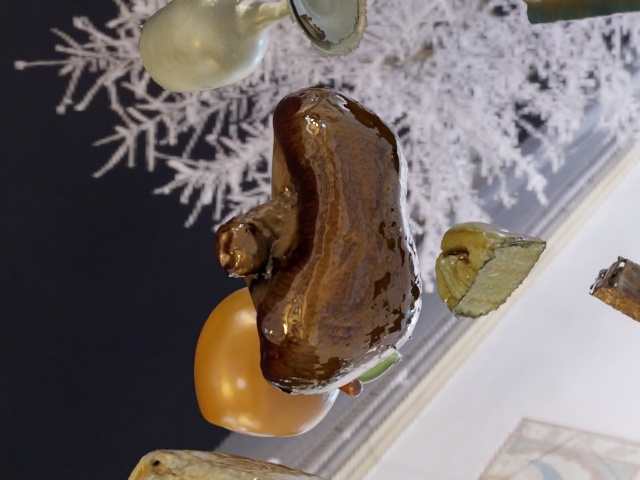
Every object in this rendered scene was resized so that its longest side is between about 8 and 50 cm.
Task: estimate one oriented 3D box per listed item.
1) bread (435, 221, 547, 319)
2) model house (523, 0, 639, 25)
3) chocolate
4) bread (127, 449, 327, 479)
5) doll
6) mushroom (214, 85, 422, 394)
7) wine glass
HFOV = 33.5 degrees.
[{"bbox_3d":[0.217,0.019,1.422,0.103,0.156,0.110,12,-140,-33],"label":"bread"},{"bbox_3d":[0.334,-0.400,1.046,0.343,0.334,0.382,28,-98,-28],"label":"model house"},{"bbox_3d":[0.496,0.116,1.321,0.102,0.329,0.065,-45,-23,-48],"label":"chocolate"},{"bbox_3d":[-0.052,0.186,0.702,0.177,0.119,0.084,21,-100,-65],"label":"bread"},{"bbox_3d":[-0.038,0.158,1.358,0.213,0.236,0.213,-26,-61,-60],"label":"doll"},{"bbox_3d":[0.015,0.001,0.800,0.194,0.138,0.231,16,-103,-72],"label":"mushroom"},{"bbox_3d":[-0.097,-0.271,1.343,0.143,0.321,0.143,5,-97,-46],"label":"wine glass"}]
